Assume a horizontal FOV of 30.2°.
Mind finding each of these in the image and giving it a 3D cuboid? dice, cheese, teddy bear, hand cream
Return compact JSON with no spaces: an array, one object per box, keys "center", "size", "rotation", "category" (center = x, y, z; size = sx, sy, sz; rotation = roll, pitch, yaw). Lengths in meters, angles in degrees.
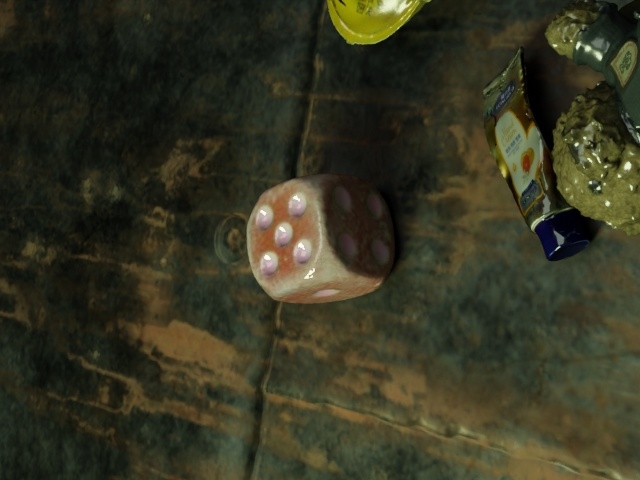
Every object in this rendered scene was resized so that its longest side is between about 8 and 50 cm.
[{"center":[0.000,0.000,0.983],"size":[0.094,0.093,0.091],"rotation":[-18,72,40],"category":"dice"},{"center":[0.033,-0.248,1.012],"size":[0.250,0.064,0.157],"rotation":[30,103,52],"category":"cheese"},{"center":[0.226,-0.100,0.747],"size":[0.251,0.129,0.182],"rotation":[104,157,-57],"category":"teddy bear"},{"center":[0.156,-0.063,0.883],"size":[0.062,0.039,0.163],"rotation":[123,135,-55],"category":"hand cream"}]

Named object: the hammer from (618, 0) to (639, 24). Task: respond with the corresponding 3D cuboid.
[{"center":[0.374,-0.220,0.701],"size":[0.439,0.044,0.168],"rotation":[-26,65,39],"category":"hammer"}]
